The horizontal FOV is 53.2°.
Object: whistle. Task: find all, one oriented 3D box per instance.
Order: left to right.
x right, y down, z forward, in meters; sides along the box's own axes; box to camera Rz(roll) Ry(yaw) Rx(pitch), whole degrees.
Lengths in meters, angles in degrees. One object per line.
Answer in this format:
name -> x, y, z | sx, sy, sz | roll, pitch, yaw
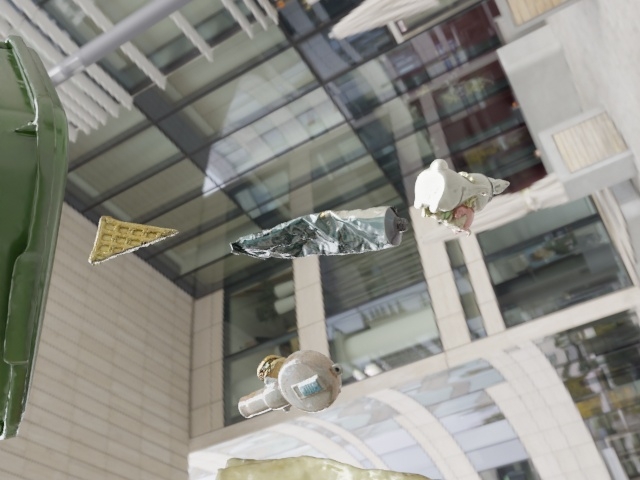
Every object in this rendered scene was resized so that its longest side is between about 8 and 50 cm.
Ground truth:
whistle -> -0.052, 0.252, 1.080 | 0.107, 0.220, 0.057 | 58, -151, -8

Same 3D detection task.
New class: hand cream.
hand cream -> 0.000, 0.000, 0.849 | 0.075, 0.247, 0.052 | 51, -142, -43

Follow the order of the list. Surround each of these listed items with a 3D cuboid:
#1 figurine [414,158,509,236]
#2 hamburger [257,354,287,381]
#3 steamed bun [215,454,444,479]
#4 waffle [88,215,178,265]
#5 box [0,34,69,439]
figurine -> 0.205, -0.060, 0.944 | 0.146, 0.098, 0.081 | 9, -153, -37
hamburger -> -0.110, 0.310, 1.540 | 0.044, 0.076, 0.083 | 38, -173, 41
steamed bun -> 0.021, 0.454, 0.892 | 0.247, 0.427, 0.189 | -42, -56, -60
waffle -> -0.354, 0.012, 1.217 | 0.023, 0.152, 0.098 | 112, 167, -74
box -> -0.342, -0.011, 0.561 | 0.177, 0.329, 0.253 | 5, -154, -33
